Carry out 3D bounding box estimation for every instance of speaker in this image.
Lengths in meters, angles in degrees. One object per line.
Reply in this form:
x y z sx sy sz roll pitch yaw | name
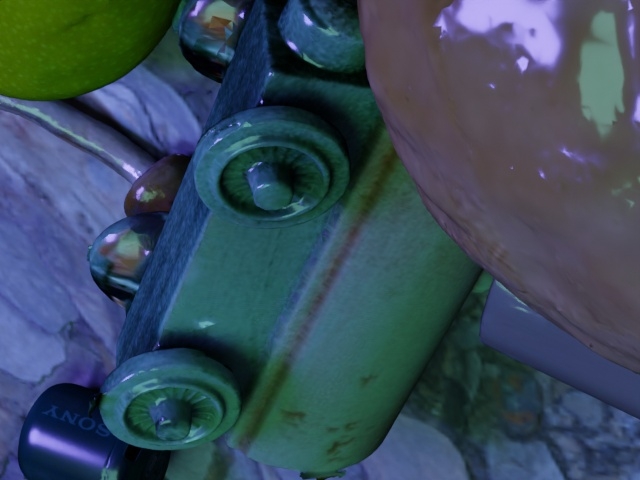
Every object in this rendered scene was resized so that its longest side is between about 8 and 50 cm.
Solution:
-0.124 0.127 1.095 0.075 0.060 0.094 18 130 20 | speaker

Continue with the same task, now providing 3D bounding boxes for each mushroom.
-0.196 -0.068 1.015 0.306 0.043 0.068 18 110 20 | mushroom

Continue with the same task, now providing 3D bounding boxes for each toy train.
0.000 0.000 0.894 0.177 0.116 0.285 9 134 -18 | toy train

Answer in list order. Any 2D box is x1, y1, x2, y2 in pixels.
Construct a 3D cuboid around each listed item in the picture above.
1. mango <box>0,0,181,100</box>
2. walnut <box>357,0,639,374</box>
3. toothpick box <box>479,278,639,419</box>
-0.128 -0.173 0.829 0.175 0.143 0.293 20 140 19 | mango
0.173 -0.116 0.562 0.383 0.383 0.384 15 129 20 | walnut
0.169 0.033 0.823 0.180 0.111 0.111 24 132 14 | toothpick box
